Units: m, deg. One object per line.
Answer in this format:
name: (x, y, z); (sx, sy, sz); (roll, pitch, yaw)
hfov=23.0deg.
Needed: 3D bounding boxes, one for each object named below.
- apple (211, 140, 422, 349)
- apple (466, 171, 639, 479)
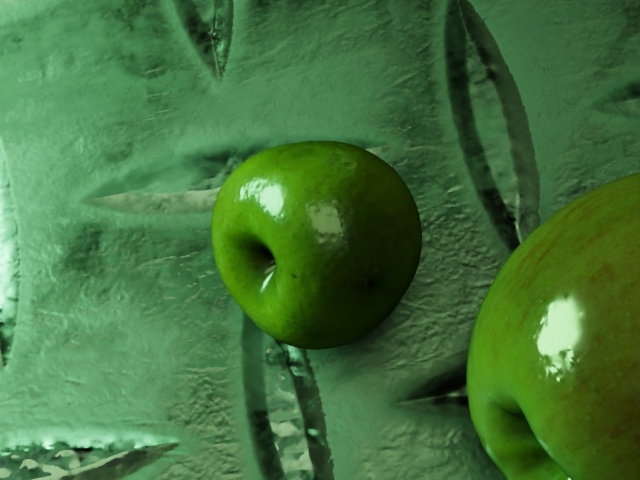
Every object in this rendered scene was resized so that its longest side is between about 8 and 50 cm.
apple: (0.000, 0.000, 1.407); (0.157, 0.196, 0.196); (-29, 69, -30)
apple: (0.280, 0.106, 1.277); (0.305, 0.338, 0.338); (-21, 69, -7)
